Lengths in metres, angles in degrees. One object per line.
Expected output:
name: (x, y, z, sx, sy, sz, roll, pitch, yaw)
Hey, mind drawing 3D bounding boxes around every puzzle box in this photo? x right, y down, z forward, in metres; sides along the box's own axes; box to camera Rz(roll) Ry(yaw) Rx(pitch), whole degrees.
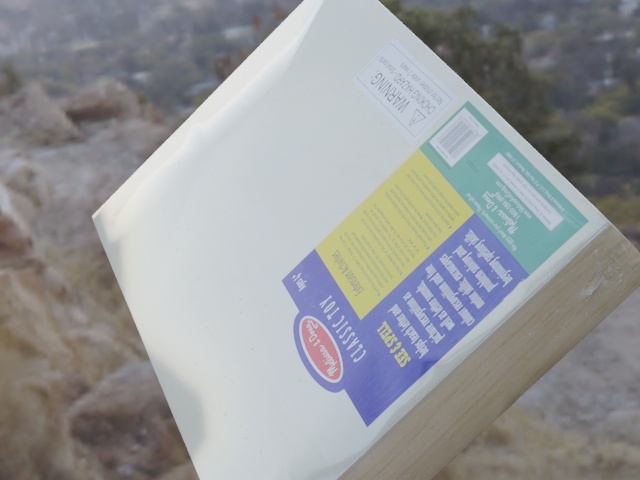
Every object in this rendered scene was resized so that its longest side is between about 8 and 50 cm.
puzzle box: (0.000, 0.000, 0.897, 0.272, 0.052, 0.409, -44, 35, 7)
